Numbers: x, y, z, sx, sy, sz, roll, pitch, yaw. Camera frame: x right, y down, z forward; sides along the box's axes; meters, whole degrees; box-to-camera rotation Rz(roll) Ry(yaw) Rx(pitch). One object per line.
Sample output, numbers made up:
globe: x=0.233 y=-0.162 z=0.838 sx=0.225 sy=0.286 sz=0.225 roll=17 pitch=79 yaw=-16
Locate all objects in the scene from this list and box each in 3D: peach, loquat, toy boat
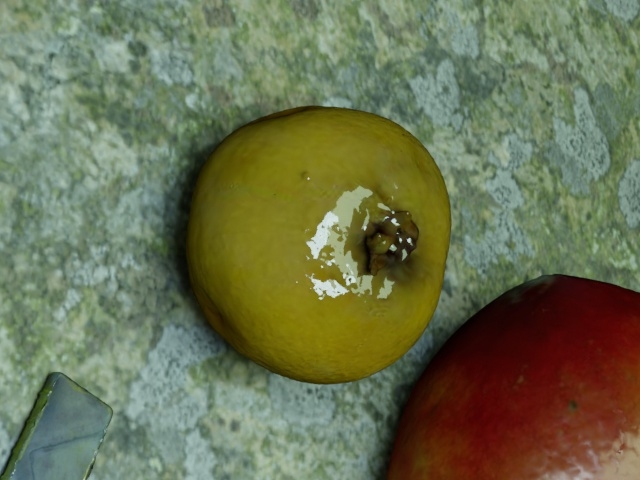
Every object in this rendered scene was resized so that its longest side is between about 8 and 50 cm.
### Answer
peach: x=0.195 y=0.199 z=1.406 sx=0.281 sy=0.281 sz=0.338 roll=40 pitch=55 yaw=-35
loquat: x=0.000 y=0.000 z=1.280 sx=0.208 sy=0.208 sz=0.208 roll=6 pitch=81 yaw=-44
toy boat: x=-0.188 y=0.155 z=1.204 sx=0.063 sy=0.016 sz=0.115 roll=41 pitch=58 yaw=-34
